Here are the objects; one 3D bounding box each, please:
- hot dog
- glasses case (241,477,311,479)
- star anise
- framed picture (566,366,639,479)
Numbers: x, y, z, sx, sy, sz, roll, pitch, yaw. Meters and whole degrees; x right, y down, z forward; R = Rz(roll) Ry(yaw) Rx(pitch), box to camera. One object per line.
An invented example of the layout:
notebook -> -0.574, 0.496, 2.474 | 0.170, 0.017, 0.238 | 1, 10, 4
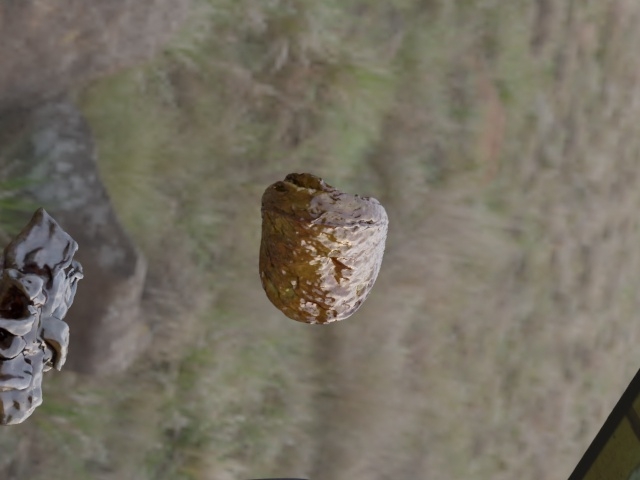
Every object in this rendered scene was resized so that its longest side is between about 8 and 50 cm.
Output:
hot dog -> -0.002, 0.001, 1.140 | 0.147, 0.099, 0.065 | 93, 16, -49
glasses case -> -0.042, 0.202, 1.183 | 0.083, 0.023, 0.033 | 2, 108, -31
star anise -> -0.328, 0.096, 1.741 | 0.220, 0.099, 0.214 | 100, 11, -48
framed picture -> 0.179, 0.220, 0.755 | 0.338, 0.014, 0.255 | 111, -32, -45
